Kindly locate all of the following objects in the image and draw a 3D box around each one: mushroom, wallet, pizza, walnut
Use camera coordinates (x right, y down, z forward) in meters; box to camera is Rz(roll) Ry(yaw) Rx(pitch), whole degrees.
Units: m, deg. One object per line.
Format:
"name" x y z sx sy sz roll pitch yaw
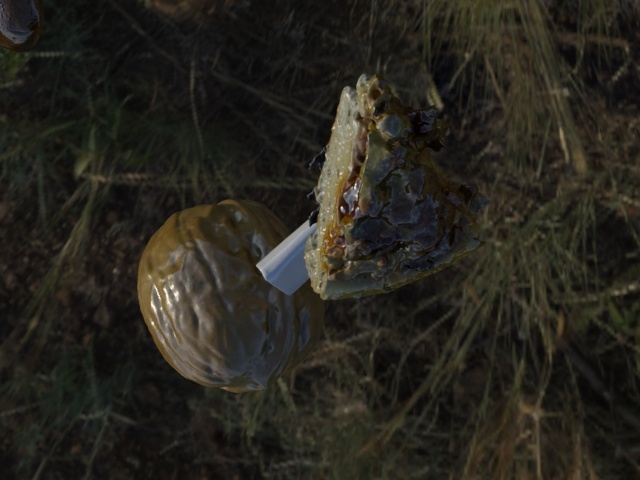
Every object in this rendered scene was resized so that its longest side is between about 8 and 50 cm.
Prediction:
"mushroom" -0.336 -0.266 1.224 0.087 0.127 0.127 -13 125 -21
"wallet" 0.000 0.000 1.057 0.122 0.025 0.061 -41 140 7
"pizza" 0.055 -0.037 0.816 0.154 0.069 0.193 -16 134 -3
"walnut" -0.095 0.064 1.190 0.213 0.213 0.213 4 122 7
